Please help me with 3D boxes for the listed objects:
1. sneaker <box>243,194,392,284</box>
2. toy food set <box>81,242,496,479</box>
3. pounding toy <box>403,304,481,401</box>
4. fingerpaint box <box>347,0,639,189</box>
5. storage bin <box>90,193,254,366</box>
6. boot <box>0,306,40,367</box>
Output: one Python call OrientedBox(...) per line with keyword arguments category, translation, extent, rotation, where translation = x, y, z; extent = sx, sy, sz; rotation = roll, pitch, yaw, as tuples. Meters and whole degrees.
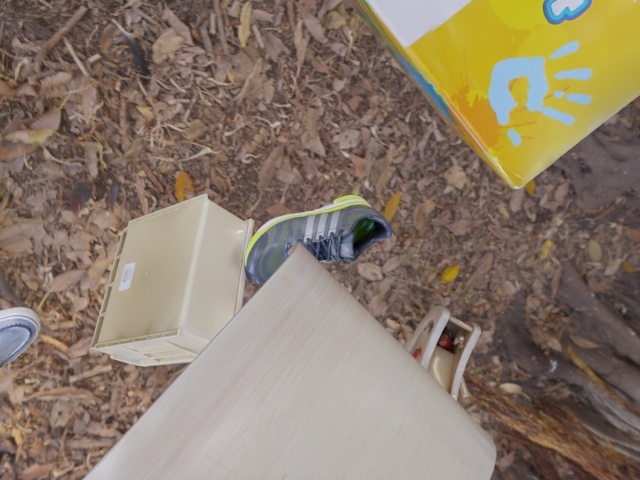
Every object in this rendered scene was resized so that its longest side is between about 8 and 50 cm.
OrientedBox(category="sneaker", translation=(0.000, 0.000, 0.916), extent=(0.299, 0.121, 0.111), rotation=(-27, 119, -24))
OrientedBox(category="toy food set", translation=(-0.030, 0.173, 0.336), extent=(0.220, 0.092, 0.306), rotation=(46, 59, -6))
OrientedBox(category="pounding toy", translation=(0.235, 0.223, 0.886), extent=(0.154, 0.270, 0.154), rotation=(28, 132, -4))
OrientedBox(category="fingerpaint box", translation=(0.164, -0.318, 0.275), extent=(0.444, 0.163, 0.371), rotation=(-41, 109, 16))
OrientedBox(category="storage bin", translation=(-0.274, 0.081, 0.922), extent=(0.123, 0.260, 0.263), rotation=(35, 50, -46))
OrientedBox(category="boot", translation=(-0.429, 0.165, 0.612), extent=(0.190, 0.086, 0.069), rotation=(-36, 130, -3))
